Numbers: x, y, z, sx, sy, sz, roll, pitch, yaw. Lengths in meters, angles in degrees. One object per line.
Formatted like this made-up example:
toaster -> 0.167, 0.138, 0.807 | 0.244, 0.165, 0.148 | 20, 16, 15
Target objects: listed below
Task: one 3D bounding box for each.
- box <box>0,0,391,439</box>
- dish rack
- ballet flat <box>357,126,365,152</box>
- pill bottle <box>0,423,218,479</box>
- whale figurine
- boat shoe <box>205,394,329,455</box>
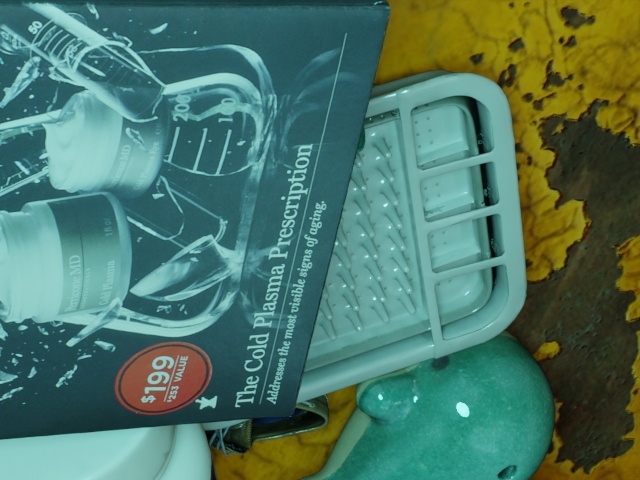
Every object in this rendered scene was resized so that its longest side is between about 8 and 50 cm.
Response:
box -> -0.157, -0.050, 1.086 | 0.312, 0.179, 0.343 | -2, 128, -20
dish rack -> 0.000, 0.000, 1.375 | 0.333, 0.072, 0.285 | -18, 130, -9
ballet flat -> -0.042, -0.156, 1.220 | 0.077, 0.077, 0.231 | -14, 116, 25
pill bottle -> -0.186, 0.236, 1.349 | 0.224, 0.224, 0.392 | -19, 139, -8
whale figurine -> 0.096, 0.199, 1.509 | 0.272, 0.141, 0.216 | -38, 137, -3
boat shoe -> -0.079, 0.152, 1.466 | 0.183, 0.066, 0.066 | -11, 129, -15
